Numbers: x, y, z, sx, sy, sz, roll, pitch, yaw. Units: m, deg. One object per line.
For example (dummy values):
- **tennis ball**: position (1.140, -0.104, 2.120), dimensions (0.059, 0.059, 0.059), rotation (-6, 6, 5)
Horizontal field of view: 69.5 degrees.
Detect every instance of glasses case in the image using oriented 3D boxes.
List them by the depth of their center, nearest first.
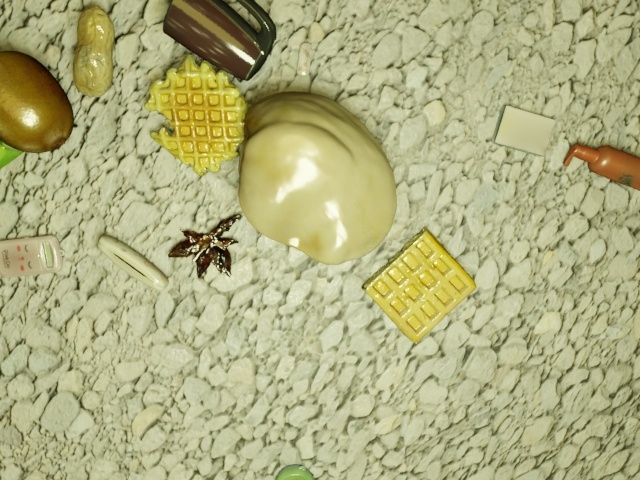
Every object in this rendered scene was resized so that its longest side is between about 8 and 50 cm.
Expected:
- **glasses case**: position (-0.040, -0.461, 1.180), dimensions (0.032, 0.021, 0.083), rotation (8, 97, -7)
- **glasses case**: position (-0.479, 0.058, 1.186), dimensions (0.204, 0.081, 0.051), rotation (39, 91, -10)

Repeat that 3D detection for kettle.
- **kettle**: position (-0.224, -0.501, 1.091), dimensions (0.232, 0.144, 0.202), rotation (32, 133, -14)

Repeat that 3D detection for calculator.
- **calculator**: position (-0.747, 0.041, 1.187), dimensions (0.175, 0.032, 0.100), rotation (-7, 98, -4)

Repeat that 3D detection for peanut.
- **peanut**: position (-0.543, -0.454, 1.115), dimensions (0.099, 0.099, 0.214), rotation (9, 91, -5)

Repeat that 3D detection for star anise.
- **star anise**: position (-0.288, 0.029, 1.209), dimensions (0.212, 0.053, 0.157), rotation (-16, 97, -4)

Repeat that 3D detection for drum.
- **drum**: position (-0.007, 0.714, 1.320), dimensions (0.253, 0.049, 0.130), rotation (13, 96, -6)

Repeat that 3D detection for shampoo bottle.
- **shampoo bottle**: position (0.787, -0.205, 1.246), dimensions (0.244, 0.085, 0.085), rotation (17, 96, -4)

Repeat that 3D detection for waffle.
- **waffle**: position (-0.298, -0.304, 1.137), dimensions (0.261, 0.056, 0.250), rotation (42, 106, -12)
- **waffle**: position (0.272, 0.125, 1.261), dimensions (0.248, 0.055, 0.221), rotation (-44, 98, 2)

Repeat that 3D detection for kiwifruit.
- **kiwifruit**: position (-0.686, -0.312, 1.066), dimensions (0.196, 0.196, 0.234), rotation (-38, 105, 1)

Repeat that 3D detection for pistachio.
- **pistachio**: position (-0.017, -0.142, 1.088), dimensions (0.365, 0.281, 0.445), rotation (-38, 93, -10)

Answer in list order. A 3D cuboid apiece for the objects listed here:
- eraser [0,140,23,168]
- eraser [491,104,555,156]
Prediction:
- **eraser**: position (-0.892, -0.229, 1.114), dimensions (0.274, 0.092, 0.210), rotation (-31, 99, 2)
- **eraser**: position (0.547, -0.295, 1.244), dimensions (0.150, 0.023, 0.104), rotation (14, 96, -6)
